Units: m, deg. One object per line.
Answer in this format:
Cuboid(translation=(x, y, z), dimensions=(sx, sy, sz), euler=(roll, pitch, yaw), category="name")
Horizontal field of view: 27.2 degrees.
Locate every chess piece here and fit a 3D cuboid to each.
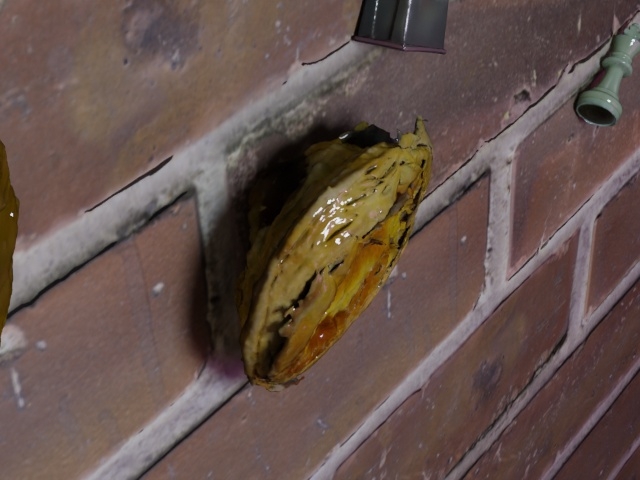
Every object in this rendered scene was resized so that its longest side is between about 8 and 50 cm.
Cuboid(translation=(0.386, -0.222, 1.722), dimensions=(0.149, 0.059, 0.059), euler=(-62, 150, -17), category="chess piece")

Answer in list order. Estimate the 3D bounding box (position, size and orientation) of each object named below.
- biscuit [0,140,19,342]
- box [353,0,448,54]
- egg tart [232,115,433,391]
Cuboid(translation=(-0.300, 0.058, 0.777), dimensions=(0.335, 0.078, 0.329), euler=(-14, 116, -56), category="biscuit")
Cuboid(translation=(0.079, -0.208, 1.230), dimensions=(0.084, 0.060, 0.063), euler=(-7, 111, -55), category="box")
Cuboid(translation=(0.000, 0.000, 1.189), dimensions=(0.297, 0.132, 0.297), euler=(-51, 162, -24), category="egg tart")
